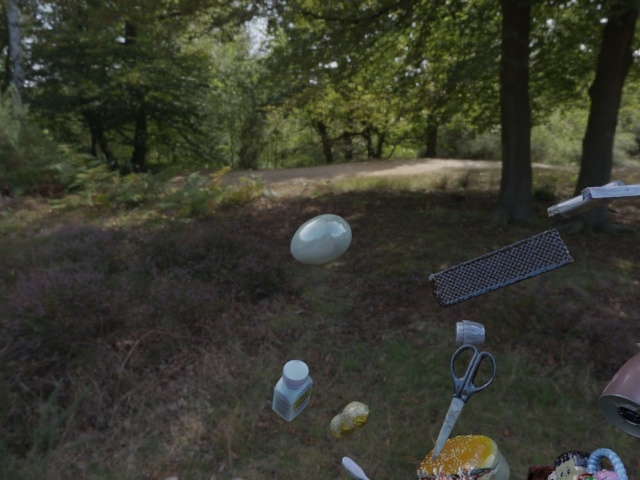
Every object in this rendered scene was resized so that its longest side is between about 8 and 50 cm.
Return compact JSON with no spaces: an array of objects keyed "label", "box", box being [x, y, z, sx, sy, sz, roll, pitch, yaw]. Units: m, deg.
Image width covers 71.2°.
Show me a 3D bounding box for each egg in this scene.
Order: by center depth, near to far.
[{"label":"egg","box":[0.000,0.000,1.437,0.209,0.151,0.151,-25,7,14]}]

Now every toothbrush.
[{"label":"toothbrush","box":[0.132,0.424,0.678,0.257,0.024,0.018,36,51,19]}]

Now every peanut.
[{"label":"peanut","box":[0.100,0.616,1.535,0.087,0.207,0.087,18,44,-19]}]

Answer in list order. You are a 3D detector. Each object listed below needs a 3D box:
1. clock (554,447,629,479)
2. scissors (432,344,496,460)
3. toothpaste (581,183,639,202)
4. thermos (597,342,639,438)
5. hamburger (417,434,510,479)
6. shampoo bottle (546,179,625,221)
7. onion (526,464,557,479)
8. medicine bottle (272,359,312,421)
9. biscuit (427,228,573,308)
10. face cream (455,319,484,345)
[{"label":"clock","box":[0.542,0.513,0.885,0.100,0.194,0.196,18,46,-1]},{"label":"scissors","box":[0.340,0.408,1.111,0.109,0.300,0.022,22,-1,29]},{"label":"toothpaste","box":[0.855,-0.137,1.274,0.196,0.040,0.047,-4,-14,3]},{"label":"thermos","box":[0.860,0.364,1.144,0.265,0.146,0.176,-38,29,-23]},{"label":"hamburger","box":[0.413,0.679,1.319,0.227,0.151,0.295,-45,-6,-37]},{"label":"shampoo bottle","box":[0.878,-0.128,1.480,0.086,0.056,0.227,6,-23,-37]},{"label":"onion","box":[0.639,0.697,1.067,0.281,0.261,0.337,-6,-32,30]},{"label":"medicine bottle","box":[-0.056,0.306,0.926,0.054,0.118,0.074,29,38,28]},{"label":"biscuit","box":[0.511,0.087,1.302,0.387,0.108,0.073,-24,-13,20]},{"label":"face cream","box":[0.528,0.329,1.583,0.094,0.091,0.091,1,12,13]}]
